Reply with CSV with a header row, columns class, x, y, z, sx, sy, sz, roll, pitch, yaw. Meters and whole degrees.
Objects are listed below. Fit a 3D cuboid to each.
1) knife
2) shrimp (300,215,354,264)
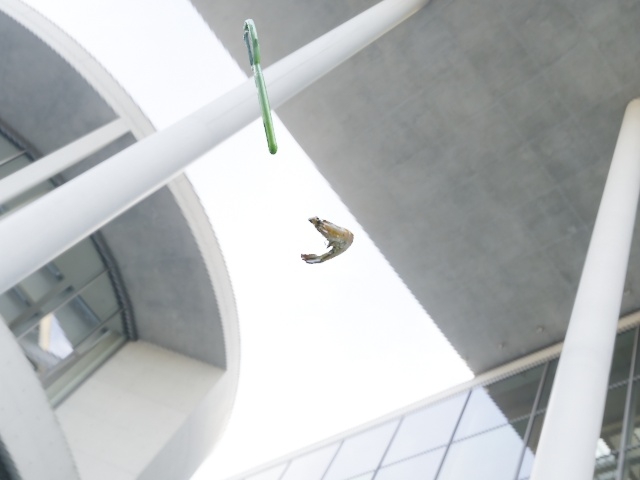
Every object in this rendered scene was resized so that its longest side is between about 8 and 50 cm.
class,x,y,z,sx,sy,sz,roll,pitch,yaw
knife,-0.085,-0.225,1.106,0.054,0.015,0.212,135,-54,-69
shrimp,0.000,0.000,1.182,0.091,0.025,0.127,-32,-36,11
